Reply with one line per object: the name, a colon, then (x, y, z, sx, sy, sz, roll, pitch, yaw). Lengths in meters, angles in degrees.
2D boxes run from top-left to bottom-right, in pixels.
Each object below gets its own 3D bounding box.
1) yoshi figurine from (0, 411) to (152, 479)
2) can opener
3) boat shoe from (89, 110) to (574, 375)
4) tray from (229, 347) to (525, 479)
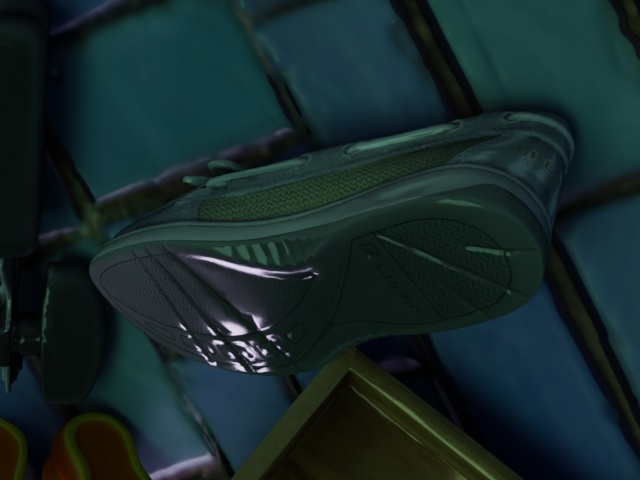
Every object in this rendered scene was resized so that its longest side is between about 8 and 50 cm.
yoshi figurine: (-0.260, 0.280, 1.167, 0.203, 0.203, 0.362, 41, 130, -2)
can opener: (-0.188, -0.023, 1.058, 0.093, 0.074, 0.280, -1, 120, -7)
boat shoe: (0.000, -0.002, 0.943, 0.320, 0.103, 0.118, -15, 125, 40)
tray: (0.111, 0.267, 0.944, 0.411, 0.203, 0.076, 38, 169, 9)
